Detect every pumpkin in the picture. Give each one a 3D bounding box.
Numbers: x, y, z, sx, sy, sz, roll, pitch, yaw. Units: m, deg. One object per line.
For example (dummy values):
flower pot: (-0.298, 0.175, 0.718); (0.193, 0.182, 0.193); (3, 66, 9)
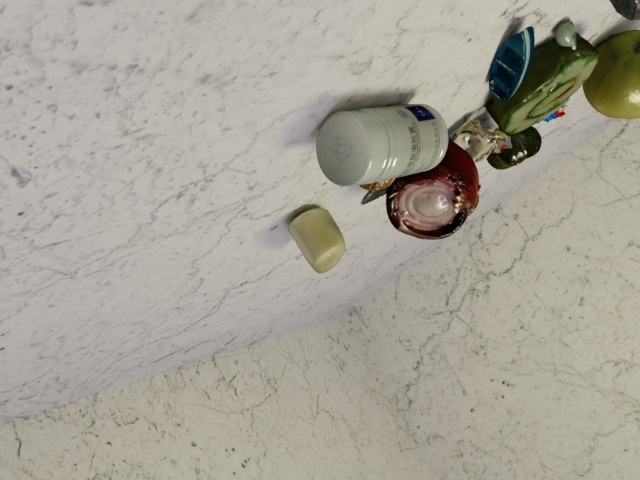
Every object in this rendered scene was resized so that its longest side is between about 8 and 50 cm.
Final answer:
pumpkin: (0.771, -0.377, 2.267); (0.223, 0.157, 0.223); (-22, -179, 0)

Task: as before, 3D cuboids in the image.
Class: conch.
conch: (0.717, -0.600, 1.651); (0.056, 0.085, 0.076); (5, -138, 38)

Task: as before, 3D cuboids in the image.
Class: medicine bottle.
medicine bottle: (0.163, -0.253, 1.473); (0.332, 0.190, 0.190); (-17, 159, -41)

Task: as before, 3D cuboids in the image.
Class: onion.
onion: (0.375, -0.182, 1.873); (0.341, 0.341, 0.341); (-28, 164, -9)

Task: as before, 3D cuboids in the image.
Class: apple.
apple: (1.045, -0.581, 1.967); (0.233, 0.295, 0.258); (3, 150, 15)

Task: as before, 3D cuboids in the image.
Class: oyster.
oyster: (0.540, -0.337, 1.929); (0.081, 0.190, 0.163); (-60, 145, -40)

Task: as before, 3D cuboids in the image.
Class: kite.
kite: (0.282, -0.207, 2.159); (0.285, 0.015, 0.152); (-19, 163, -32)

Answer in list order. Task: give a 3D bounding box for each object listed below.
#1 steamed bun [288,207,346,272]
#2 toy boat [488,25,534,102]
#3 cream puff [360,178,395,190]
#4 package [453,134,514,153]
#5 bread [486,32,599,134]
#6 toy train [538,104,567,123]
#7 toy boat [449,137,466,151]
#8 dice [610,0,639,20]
steamed bun: (0.000, 0.000, 1.931); (0.154, 0.200, 0.250); (-32, 167, 1)
toy boat: (0.545, -0.502, 1.593); (0.061, 0.096, 0.299); (-40, 163, -7)
cream puff: (0.164, -0.218, 1.709); (0.103, 0.126, 0.144); (12, 128, -46)
package: (0.620, -0.367, 2.076); (0.193, 0.071, 0.269); (-6, 172, 33)
bread: (0.730, -0.503, 1.851); (0.366, 0.129, 0.381); (-39, 163, 27)
toy train: (0.867, -0.510, 2.170); (0.131, 0.083, 0.204); (-38, 161, 25)
toy boat: (0.483, -0.335, 2.028); (0.066, 0.065, 0.172); (-28, 156, 27)
dice: (0.797, -0.667, 1.371); (0.183, 0.182, 0.181); (-34, 165, 17)
